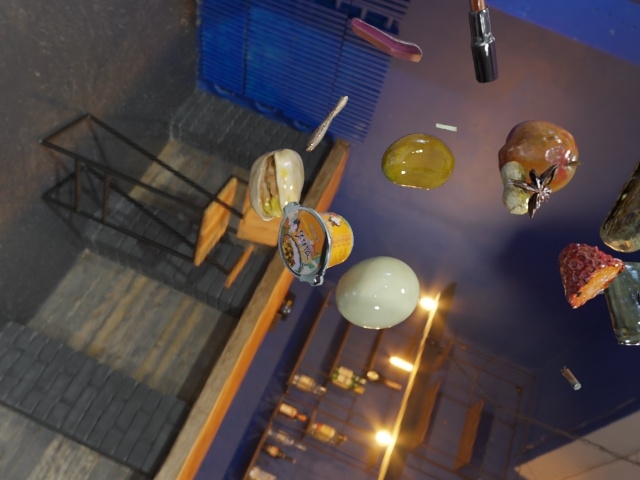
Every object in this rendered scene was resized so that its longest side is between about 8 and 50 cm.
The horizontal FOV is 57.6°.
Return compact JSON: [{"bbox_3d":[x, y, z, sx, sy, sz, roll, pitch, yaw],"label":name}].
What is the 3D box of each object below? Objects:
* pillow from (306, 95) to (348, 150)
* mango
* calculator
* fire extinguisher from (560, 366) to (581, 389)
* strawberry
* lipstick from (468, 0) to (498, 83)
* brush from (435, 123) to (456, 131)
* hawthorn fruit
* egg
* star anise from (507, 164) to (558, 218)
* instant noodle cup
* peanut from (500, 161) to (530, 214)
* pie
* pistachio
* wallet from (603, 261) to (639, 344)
[{"bbox_3d":[0.018,-0.365,1.833,0.211,0.034,0.135,-53,-178,4],"label":"pillow"},{"bbox_3d":[0.313,-0.258,1.865,0.139,0.255,0.175,-13,-108,61],"label":"mango"},{"bbox_3d":[0.158,-0.484,1.423,0.126,0.190,0.034,-62,178,-78],"label":"calculator"},{"bbox_3d":[0.714,0.393,1.669,0.083,0.022,0.028,-110,-157,-59],"label":"fire extinguisher"},{"bbox_3d":[0.880,0.104,1.975,0.234,0.178,0.234,-23,142,-19],"label":"strawberry"},{"bbox_3d":[0.537,-0.672,1.938,0.081,0.081,0.299,-62,140,-50],"label":"lipstick"},{"bbox_3d":[0.482,-0.434,2.239,0.013,0.084,0.016,124,-24,-77],"label":"brush"},{"bbox_3d":[0.794,-0.285,2.066,0.298,0.277,0.277,14,-102,50],"label":"hawthorn fruit"},{"bbox_3d":[0.148,0.135,1.512,0.242,0.186,0.186,-5,131,-35],"label":"egg"},{"bbox_3d":[0.657,-0.162,1.803,0.158,0.140,0.144,-26,-168,3],"label":"star anise"},{"bbox_3d":[0.000,0.000,1.425,0.126,0.178,0.208,-10,91,-44],"label":"instant noodle cup"},{"bbox_3d":[0.626,-0.170,1.876,0.087,0.087,0.206,108,-10,-53],"label":"peanut"},{"bbox_3d":[0.516,-0.098,0.860,0.274,0.055,0.274,-57,176,-5],"label":"pie"},{"bbox_3d":[-0.169,-0.232,2.309,0.230,0.230,0.308,102,-10,-70],"label":"pistachio"},{"bbox_3d":[1.071,0.210,2.004,0.044,0.169,0.317,85,6,-53],"label":"wallet"}]
